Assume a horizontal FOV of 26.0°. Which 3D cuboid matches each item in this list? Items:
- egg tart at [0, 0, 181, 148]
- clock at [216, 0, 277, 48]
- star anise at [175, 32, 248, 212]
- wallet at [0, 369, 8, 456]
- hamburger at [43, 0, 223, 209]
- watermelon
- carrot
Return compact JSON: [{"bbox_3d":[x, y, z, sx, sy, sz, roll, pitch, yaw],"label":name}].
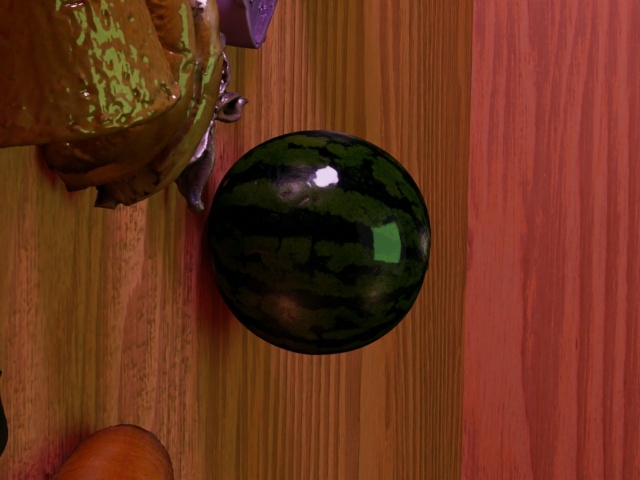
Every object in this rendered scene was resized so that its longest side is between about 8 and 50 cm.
[{"bbox_3d":[-0.219,-0.164,1.104,0.202,0.202,0.147,-46,131,-65],"label":"egg tart"},{"bbox_3d":[-0.094,-0.320,1.724,0.110,0.050,0.153,72,26,-49],"label":"clock"},{"bbox_3d":[-0.148,-0.157,1.571,0.172,0.063,0.208,66,35,-48],"label":"star anise"},{"bbox_3d":[-0.321,0.071,1.065,0.165,0.042,0.310,-54,142,-58],"label":"wallet"},{"bbox_3d":[-0.170,-0.171,1.328,0.144,0.156,0.283,-1,92,-73],"label":"hamburger"},{"bbox_3d":[0.000,0.000,1.722,0.285,0.285,0.285,3,90,-73],"label":"watermelon"},{"bbox_3d":[-0.209,0.256,1.334,0.225,0.159,0.159,-84,169,-64],"label":"carrot"}]
